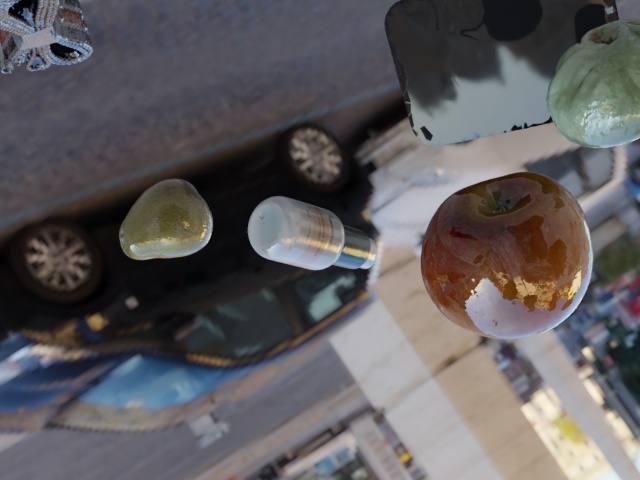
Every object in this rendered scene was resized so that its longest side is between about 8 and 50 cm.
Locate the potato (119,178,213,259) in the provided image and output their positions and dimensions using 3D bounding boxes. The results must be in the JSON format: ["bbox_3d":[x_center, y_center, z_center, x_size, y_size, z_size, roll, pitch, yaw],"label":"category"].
[{"bbox_3d":[-0.307,-0.032,2.736,0.194,0.157,0.157,-31,170,-23],"label":"potato"}]

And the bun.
[{"bbox_3d":[0.370,-0.207,1.764,0.195,0.118,0.195,-21,-149,13],"label":"bun"}]

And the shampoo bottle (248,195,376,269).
[{"bbox_3d":[0.000,0.000,1.622,0.074,0.074,0.192,-39,147,27],"label":"shampoo bottle"}]

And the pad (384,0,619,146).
[{"bbox_3d":[0.291,-0.330,2.200,0.375,0.315,0.063,-9,-166,27],"label":"pad"}]

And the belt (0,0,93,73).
[{"bbox_3d":[-0.363,-0.292,1.735,0.126,0.094,0.359,-16,175,-6],"label":"belt"}]

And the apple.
[{"bbox_3d":[0.275,0.016,2.056,0.253,0.253,0.253,-33,170,-6],"label":"apple"}]
